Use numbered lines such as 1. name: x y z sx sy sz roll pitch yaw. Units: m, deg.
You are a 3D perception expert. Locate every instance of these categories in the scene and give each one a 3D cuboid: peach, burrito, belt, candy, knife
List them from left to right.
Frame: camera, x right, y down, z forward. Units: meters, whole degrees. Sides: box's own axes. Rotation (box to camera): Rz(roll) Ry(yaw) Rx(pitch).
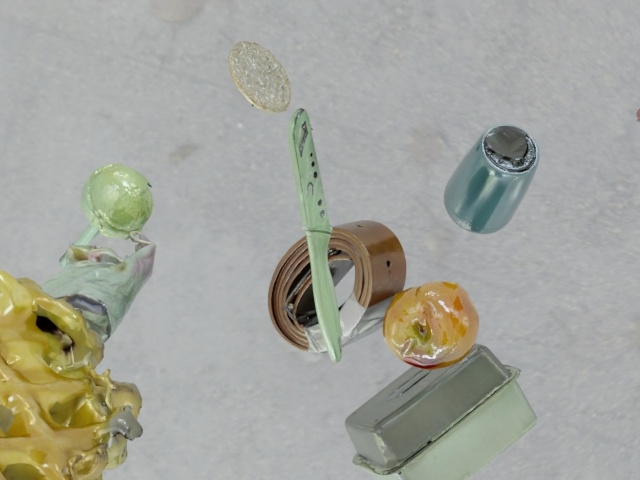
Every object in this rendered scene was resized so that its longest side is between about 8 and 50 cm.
1. burrito: -0.264 0.062 1.272 0.144 0.229 0.089 -9 107 16
2. candy: -0.308 -0.015 1.509 0.335 0.093 0.092 -36 31 58
3. knife: -0.002 0.000 1.198 0.020 0.043 0.293 7 118 37
4. belt: 0.028 0.077 1.795 0.184 0.105 0.261 53 129 18
5. peach: 0.163 0.124 1.610 0.138 0.138 0.138 -1 88 26

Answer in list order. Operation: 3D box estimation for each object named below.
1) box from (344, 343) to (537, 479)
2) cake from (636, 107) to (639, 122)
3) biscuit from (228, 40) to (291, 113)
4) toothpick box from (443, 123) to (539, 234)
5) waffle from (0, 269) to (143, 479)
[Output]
1. box: 0.194 0.298 1.827 0.290 0.220 0.166 -35 97 -15
2. cake: 0.584 -0.178 1.551 0.177 0.283 0.150 -22 79 -20
3. biscuit: -0.110 -0.297 2.017 0.020 0.152 0.152 -31 75 38
4. toothpick box: 0.273 -0.100 1.756 0.120 0.184 0.120 5 61 -9
5. waffle: -0.206 0.062 0.510 0.281 0.262 0.060 33 110 -6
